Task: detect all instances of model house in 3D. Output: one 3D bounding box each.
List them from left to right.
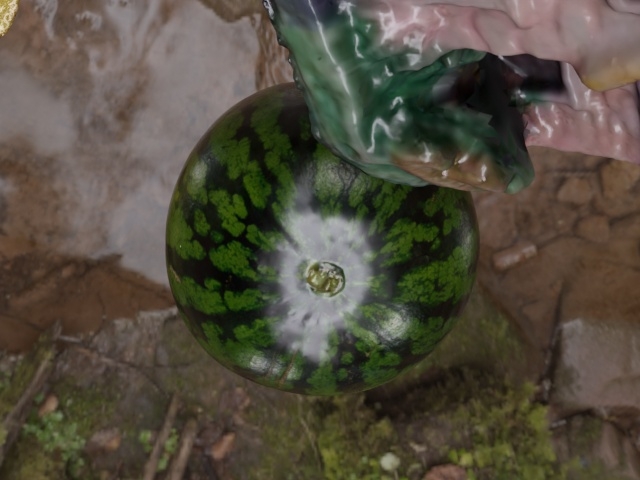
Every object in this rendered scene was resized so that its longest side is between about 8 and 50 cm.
[{"bbox_3d":[0.129,-0.117,0.388,0.237,0.202,0.237,15,144,37],"label":"model house"}]

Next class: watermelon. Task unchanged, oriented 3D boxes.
[{"bbox_3d":[0.000,0.000,0.851,0.285,0.285,0.285,-2,126,-3],"label":"watermelon"}]

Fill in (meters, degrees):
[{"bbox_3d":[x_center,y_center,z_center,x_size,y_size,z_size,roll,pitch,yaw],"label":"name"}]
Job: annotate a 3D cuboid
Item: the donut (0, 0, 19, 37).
[{"bbox_3d":[-0.389,-0.281,0.950,0.190,0.074,0.174,35,110,-27],"label":"donut"}]
